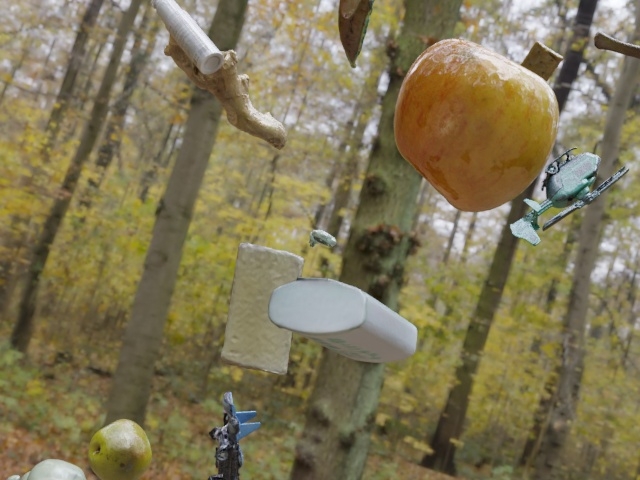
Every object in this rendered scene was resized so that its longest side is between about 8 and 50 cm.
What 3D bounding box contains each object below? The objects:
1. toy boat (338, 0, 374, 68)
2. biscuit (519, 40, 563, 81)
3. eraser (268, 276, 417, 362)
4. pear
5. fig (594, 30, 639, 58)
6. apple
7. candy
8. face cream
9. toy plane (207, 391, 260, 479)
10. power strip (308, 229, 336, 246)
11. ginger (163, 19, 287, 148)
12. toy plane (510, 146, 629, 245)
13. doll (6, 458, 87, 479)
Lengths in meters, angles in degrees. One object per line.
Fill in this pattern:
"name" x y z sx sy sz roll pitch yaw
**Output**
"toy boat" 0.095 -0.599 2.211 0.109 0.292 0.099 16 8 32
"biscuit" 0.554 -0.448 2.141 0.083 0.018 0.081 36 -50 4
"eraser" 0.049 0.155 1.603 0.189 0.104 0.290 -4 -19 25
"pear" -0.434 0.471 1.873 0.141 0.141 0.104 22 -2 -31
"fig" 0.540 -0.305 1.161 0.204 0.249 0.186 15 30 -45
"apple" 0.271 -0.205 1.544 0.299 0.275 0.299 31 14 -9
"candy" -0.150 0.177 2.205 0.180 0.320 0.135 8 -5 -4
"face cream" -0.165 -0.255 1.038 0.130 0.034 0.034 50 7 24
"toy plane" -0.179 0.424 1.644 0.078 0.246 0.169 9 21 -20
"power strip" 0.000 0.000 1.755 0.055 0.035 0.083 34 -10 -23
"ginger" -0.143 -0.247 1.385 0.288 0.089 0.075 42 1 -30
"toy plane" 0.406 -0.079 1.436 0.096 0.235 0.060 48 -15 27
"doll" -0.424 0.437 1.297 0.155 0.113 0.275 32 24 -20
